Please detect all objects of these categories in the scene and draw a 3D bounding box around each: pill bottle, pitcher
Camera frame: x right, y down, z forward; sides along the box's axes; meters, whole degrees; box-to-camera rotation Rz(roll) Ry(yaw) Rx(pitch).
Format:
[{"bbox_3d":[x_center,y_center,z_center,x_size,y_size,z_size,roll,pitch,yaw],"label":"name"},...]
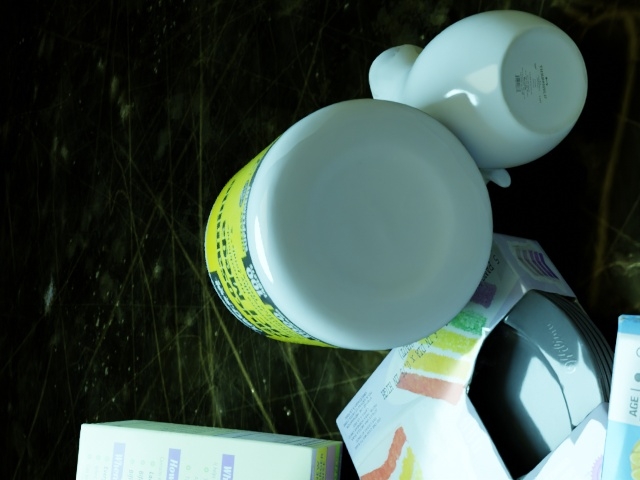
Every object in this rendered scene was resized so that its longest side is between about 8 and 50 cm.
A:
[{"bbox_3d":[0.000,0.000,0.818,0.334,0.188,0.187,161,115,-74],"label":"pill bottle"},{"bbox_3d":[0.130,-0.096,0.783,0.207,0.126,0.177,2,104,66],"label":"pitcher"}]

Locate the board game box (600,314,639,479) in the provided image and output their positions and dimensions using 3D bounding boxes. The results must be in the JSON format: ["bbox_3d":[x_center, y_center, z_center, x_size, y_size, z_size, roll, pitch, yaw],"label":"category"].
[{"bbox_3d":[0.234,0.197,0.377,0.086,0.302,0.308,3,84,56],"label":"board game box"}]

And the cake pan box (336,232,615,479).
[{"bbox_3d":[0.139,0.162,0.733,0.267,0.070,0.245,-54,44,32],"label":"cake pan box"}]

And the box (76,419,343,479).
[{"bbox_3d":[-0.113,0.296,0.912,0.243,0.117,0.213,2,82,16],"label":"box"}]
